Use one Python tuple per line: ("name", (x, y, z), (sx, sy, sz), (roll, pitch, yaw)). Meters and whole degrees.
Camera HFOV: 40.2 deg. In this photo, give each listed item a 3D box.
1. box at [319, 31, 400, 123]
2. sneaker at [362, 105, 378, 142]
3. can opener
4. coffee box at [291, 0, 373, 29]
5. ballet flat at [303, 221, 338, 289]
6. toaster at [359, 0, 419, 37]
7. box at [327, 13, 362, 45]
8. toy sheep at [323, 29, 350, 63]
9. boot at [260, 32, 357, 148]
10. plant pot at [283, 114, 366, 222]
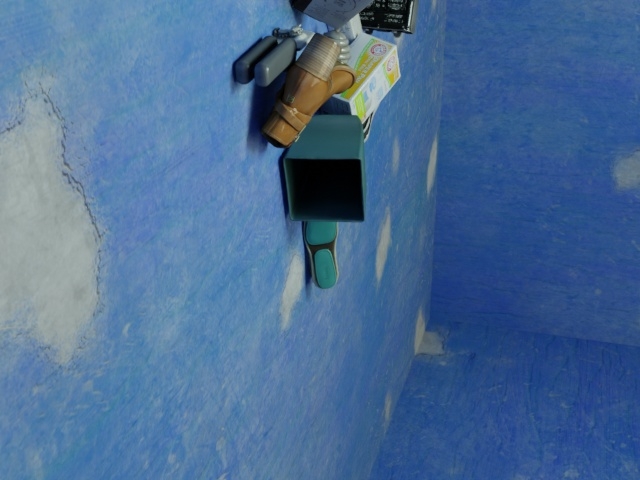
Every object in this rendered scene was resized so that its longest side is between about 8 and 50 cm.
("box", (0.090, -0.376, 2.067), (0.203, 0.103, 0.114), (-52, 153, -22))
("sneaker", (0.108, -0.367, 2.299), (0.121, 0.079, 0.217), (28, 71, -75))
("can opener", (-0.079, -0.342, 1.643), (0.280, 0.074, 0.093), (-56, 150, -59))
("coffee box", (0.075, -0.565, 1.718), (0.297, 0.119, 0.168), (-25, -131, 57))
("ballet flat", (0.000, 0.000, 2.099), (0.086, 0.086, 0.248), (-59, 153, -57))
("toaster", (0.165, -0.621, 2.241), (0.110, 0.168, 0.185), (-12, 109, -77))
("box", (0.065, -0.497, 2.117), (0.324, 0.063, 0.067), (66, 33, -62))
("toy sheep", (0.028, -0.430, 1.976), (0.091, 0.091, 0.132), (-56, 154, -59))
("boot", (-0.025, -0.275, 1.743), (0.220, 0.109, 0.283), (-60, 178, 2))
("plant pot", (0.025, -0.176, 1.943), (0.234, 0.165, 0.166), (-77, 165, -52))
